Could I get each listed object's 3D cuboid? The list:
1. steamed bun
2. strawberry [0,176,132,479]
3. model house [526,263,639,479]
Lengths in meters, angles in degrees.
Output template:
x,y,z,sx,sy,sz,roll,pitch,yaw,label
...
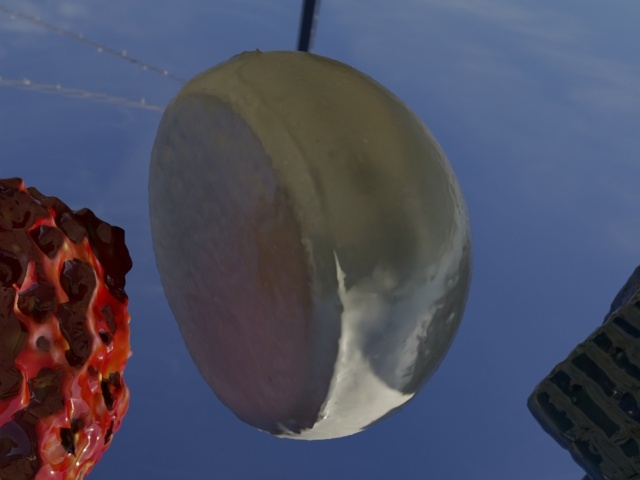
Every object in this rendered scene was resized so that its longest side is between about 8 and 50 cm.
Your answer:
x,y,z,sx,sy,sz,roll,pitch,yaw,label
0.000,0.000,0.636,0.177,0.283,0.283,-14,-142,-32,steamed bun
-0.194,0.087,0.498,0.234,0.234,0.178,-11,-123,-32,strawberry
0.375,0.253,0.878,0.400,0.445,0.395,-22,-125,-34,model house
